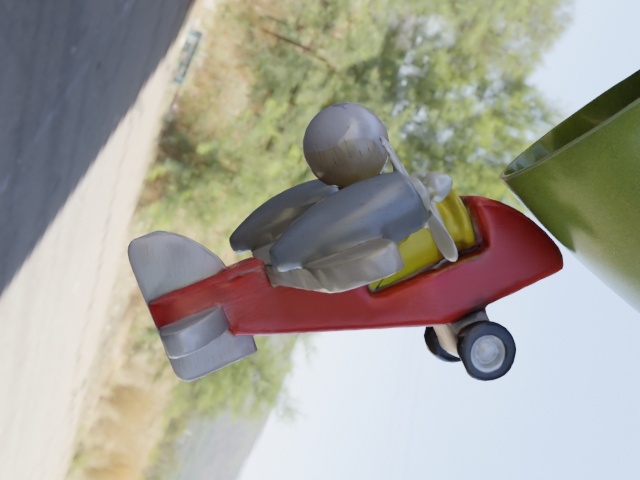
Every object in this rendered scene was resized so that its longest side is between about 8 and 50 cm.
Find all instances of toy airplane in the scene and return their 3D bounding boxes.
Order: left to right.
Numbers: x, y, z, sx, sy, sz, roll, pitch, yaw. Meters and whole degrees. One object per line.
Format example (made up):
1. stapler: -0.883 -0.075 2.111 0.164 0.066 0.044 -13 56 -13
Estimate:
1. toy airplane: 0.000 0.000 1.108 0.384 0.386 0.272 -5 95 -55

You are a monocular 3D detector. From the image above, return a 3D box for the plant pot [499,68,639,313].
1. plant pot: 0.372 -0.021 1.101 0.275 0.293 0.275 -35 -177 2
